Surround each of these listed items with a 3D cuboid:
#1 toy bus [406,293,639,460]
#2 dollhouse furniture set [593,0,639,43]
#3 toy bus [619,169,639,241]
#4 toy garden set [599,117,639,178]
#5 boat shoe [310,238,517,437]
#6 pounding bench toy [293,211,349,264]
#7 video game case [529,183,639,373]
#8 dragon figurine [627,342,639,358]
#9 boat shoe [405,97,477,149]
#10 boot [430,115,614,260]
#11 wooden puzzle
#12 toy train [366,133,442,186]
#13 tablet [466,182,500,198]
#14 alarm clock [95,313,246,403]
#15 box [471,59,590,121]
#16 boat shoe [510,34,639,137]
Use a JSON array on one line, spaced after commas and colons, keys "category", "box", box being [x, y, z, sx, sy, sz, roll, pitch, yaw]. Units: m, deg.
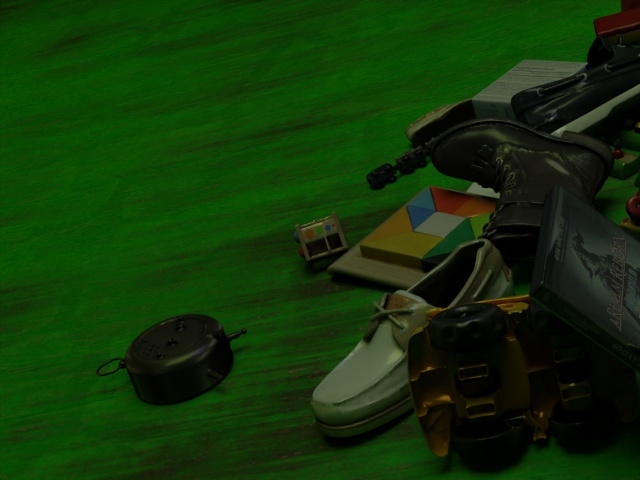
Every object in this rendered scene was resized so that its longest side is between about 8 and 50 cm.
[{"category": "toy bus", "box": [0.211, 0.119, 1.505, 0.220, 0.149, 0.211, -11, 11, 11]}, {"category": "dollhouse furniture set", "box": [0.603, -0.402, 2.233, 0.374, 0.152, 0.201, -13, 26, 12]}, {"category": "toy bus", "box": [0.425, -0.050, 1.705, 0.104, 0.202, 0.191, 25, 33, 13]}, {"category": "toy garden set", "box": [0.489, -0.157, 1.945, 0.244, 0.049, 0.204, -29, 28, -22]}, {"category": "boat shoe", "box": [0.098, 0.104, 1.624, 0.302, 0.103, 0.113, -36, 30, -31]}, {"category": "pounding bench toy", "box": [0.000, 0.000, 1.950, 0.065, 0.052, 0.083, -19, -6, 2]}, {"category": "video game case", "box": [0.325, 0.073, 1.399, 0.026, 0.274, 0.196, -50, 9, 32]}, {"category": "dragon figurine", "box": [0.351, 0.203, 1.155, 0.085, 0.289, 0.144, -10, -11, -32]}, {"category": "boat shoe", "box": [0.190, -0.186, 2.197, 0.135, 0.050, 0.045, -24, 32, -12]}, {"category": "boot", "box": [0.238, -0.059, 1.799, 0.263, 0.091, 0.229, 4, 35, 22]}, {"category": "wooden puzzle", "box": [0.155, -0.008, 1.875, 0.238, 0.044, 0.221, 8, 37, 43]}, {"category": "toy train", "box": [0.136, -0.120, 2.133, 0.158, 0.027, 0.036, -27, 16, -17]}, {"category": "tablet", "box": [0.241, -0.070, 1.987, 0.083, 0.006, 0.054, -2, 30, 29]}, {"category": "alarm clock", "box": [-0.195, 0.145, 1.789, 0.192, 0.064, 0.129, -12, 26, 20]}, {"category": "box", "box": [0.316, -0.205, 2.126, 0.126, 0.072, 0.137, 11, 39, 46]}, {"category": "boat shoe", "box": [0.404, -0.230, 2.027, 0.340, 0.113, 0.127, -31, -9, -19]}]
